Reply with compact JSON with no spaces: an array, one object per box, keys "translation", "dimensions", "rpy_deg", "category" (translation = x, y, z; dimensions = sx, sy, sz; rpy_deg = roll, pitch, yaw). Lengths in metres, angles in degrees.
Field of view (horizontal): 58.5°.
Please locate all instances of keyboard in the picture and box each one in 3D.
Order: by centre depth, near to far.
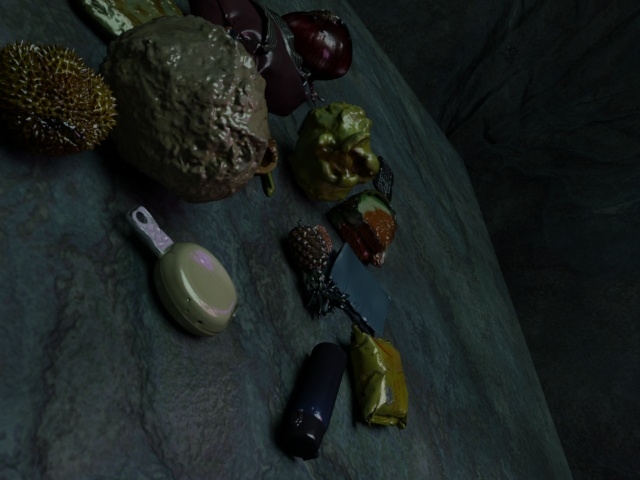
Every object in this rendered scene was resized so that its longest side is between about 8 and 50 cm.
[{"translation":[-0.012,-0.350,1.674],"dimensions":[0.196,0.074,0.015],"rpy_deg":[-72,164,-57],"category":"keyboard"},{"translation":[0.234,-0.227,2.086],"dimensions":[0.106,0.016,0.262],"rpy_deg":[53,26,-19],"category":"keyboard"}]

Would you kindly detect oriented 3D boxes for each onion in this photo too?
[{"translation":[-0.032,-0.563,1.738],"dimensions":[0.273,0.285,0.273],"rpy_deg":[15,29,-8],"category":"onion"}]

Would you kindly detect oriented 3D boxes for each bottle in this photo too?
[{"translation":[-0.009,0.277,1.018],"dimensions":[0.082,0.072,0.244],"rpy_deg":[64,23,-20],"category":"bottle"}]

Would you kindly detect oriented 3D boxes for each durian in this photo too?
[{"translation":[-0.353,-0.184,0.764],"dimensions":[0.158,0.137,0.168],"rpy_deg":[-1,55,-40],"category":"durian"}]

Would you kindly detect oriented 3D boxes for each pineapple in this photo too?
[{"translation":[-0.010,0.056,1.236],"dimensions":[0.103,0.083,0.221],"rpy_deg":[5,63,-61],"category":"pineapple"}]

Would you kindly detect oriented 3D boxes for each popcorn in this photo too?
[{"translation":[0.029,-0.220,1.428],"dimensions":[0.195,0.256,0.255],"rpy_deg":[17,7,-38],"category":"popcorn"}]

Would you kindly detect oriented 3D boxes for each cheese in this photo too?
[{"translation":[-0.215,0.042,0.874],"dimensions":[0.227,0.064,0.137],"rpy_deg":[55,22,-18],"category":"cheese"}]

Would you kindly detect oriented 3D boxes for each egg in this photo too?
[{"translation":[-0.211,-0.213,0.918],"dimensions":[0.310,0.279,0.279],"rpy_deg":[49,23,8],"category":"egg"}]

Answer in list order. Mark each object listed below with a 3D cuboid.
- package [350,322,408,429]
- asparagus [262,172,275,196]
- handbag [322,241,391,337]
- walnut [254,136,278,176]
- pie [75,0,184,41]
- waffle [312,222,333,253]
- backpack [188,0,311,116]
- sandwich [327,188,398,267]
[{"translation":[0.126,0.297,1.240],"dimensions":[0.168,0.090,0.226],"rpy_deg":[29,42,-47],"category":"package"},{"translation":[-0.124,-0.150,1.301],"dimensions":[0.025,0.021,0.108],"rpy_deg":[21,46,-54],"category":"asparagus"},{"translation":[0.087,0.127,1.397],"dimensions":[0.221,0.057,0.144],"rpy_deg":[52,33,-24],"category":"handbag"},{"translation":[-0.183,-0.203,1.162],"dimensions":[0.211,0.087,0.167],"rpy_deg":[12,60,-57],"category":"walnut"},{"translation":[-0.368,-0.466,1.104],"dimensions":[0.302,0.067,0.302],"rpy_deg":[45,28,-32],"category":"pie"},{"translation":[0.000,0.000,1.378],"dimensions":[0.075,0.029,0.083],"rpy_deg":[47,31,-24],"category":"waffle"},{"translation":[-0.172,-0.456,1.314],"dimensions":[0.283,0.197,0.317],"rpy_deg":[2,62,-60],"category":"backpack"},{"translation":[0.129,-0.040,1.589],"dimensions":[0.212,0.109,0.292],"rpy_deg":[64,26,-11],"category":"sandwich"}]
